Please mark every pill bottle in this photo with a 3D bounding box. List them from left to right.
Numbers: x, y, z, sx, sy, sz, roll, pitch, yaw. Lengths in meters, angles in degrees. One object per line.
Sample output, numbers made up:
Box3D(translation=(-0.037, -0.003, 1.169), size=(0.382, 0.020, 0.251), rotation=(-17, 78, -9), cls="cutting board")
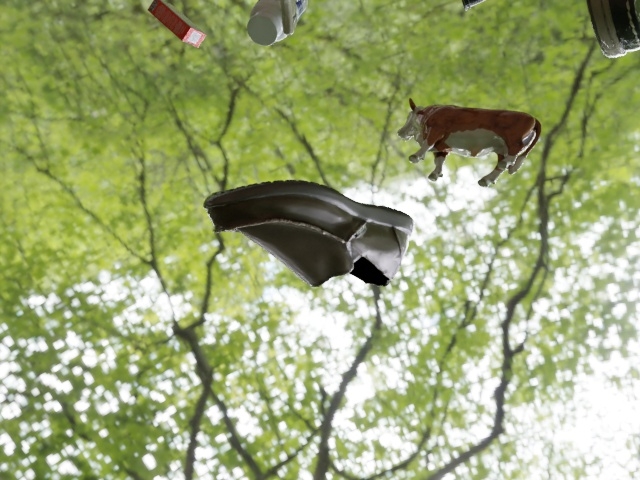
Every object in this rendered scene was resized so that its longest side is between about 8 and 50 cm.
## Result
Box3D(translation=(-0.096, -0.486, 1.730), size=(0.094, 0.094, 0.169), rotation=(-8, -145, 27), cls="pill bottle")

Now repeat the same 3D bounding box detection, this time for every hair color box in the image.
Box3D(translation=(-0.359, -0.546, 2.016), size=(0.043, 0.141, 0.072), rotation=(-52, 158, 15), cls="hair color box")

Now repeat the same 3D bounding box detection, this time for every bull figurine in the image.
Box3D(translation=(0.284, -0.208, 1.640), size=(0.311, 0.101, 0.188), rotation=(4, -126, 28), cls="bull figurine")

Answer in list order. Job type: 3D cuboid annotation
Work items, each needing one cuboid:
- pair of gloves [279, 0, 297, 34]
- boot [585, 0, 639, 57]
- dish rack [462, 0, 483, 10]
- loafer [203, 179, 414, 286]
Box3D(translation=(-0.055, -0.518, 1.485), size=(0.042, 0.204, 0.240), rotation=(5, -137, 4), cls="pair of gloves")
Box3D(translation=(0.440, -0.354, 0.808), size=(0.284, 0.138, 0.377), rotation=(6, -120, 38), cls="boot")
Box3D(translation=(0.369, -0.728, 2.031), size=(0.074, 0.271, 0.208), rotation=(-13, -164, 17), cls="dish rack")
Box3D(translation=(0.000, 0.000, 1.145), size=(0.366, 0.130, 0.134), rotation=(10, 169, -39), cls="loafer")
